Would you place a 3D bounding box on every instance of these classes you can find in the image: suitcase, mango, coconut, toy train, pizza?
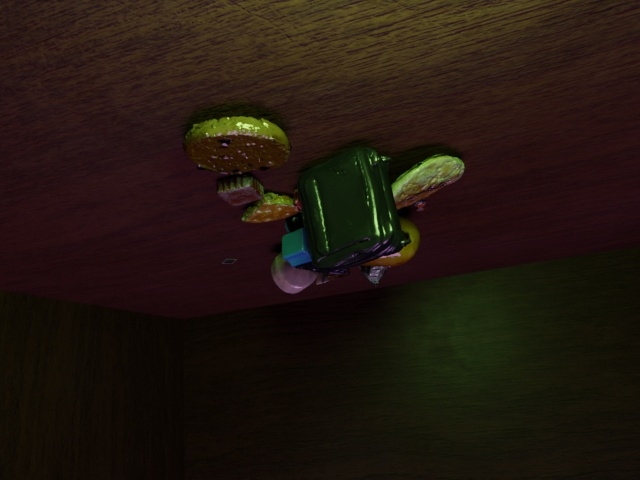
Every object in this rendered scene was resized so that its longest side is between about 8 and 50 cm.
[{"bbox_3d":[0.087,-0.093,1.352,0.339,0.346,0.188,-21,164,35],"label":"suitcase"},{"bbox_3d":[0.238,0.010,1.930,0.445,0.233,0.300,-7,169,33],"label":"mango"},{"bbox_3d":[-0.129,0.144,2.191,0.244,0.245,0.247,2,159,-26],"label":"coconut"},{"bbox_3d":[0.000,0.000,1.736,0.300,0.265,0.188,11,158,-39],"label":"toy train"},{"bbox_3d":[-0.185,-0.132,1.601,0.291,0.058,0.197,-13,160,14],"label":"pizza"}]

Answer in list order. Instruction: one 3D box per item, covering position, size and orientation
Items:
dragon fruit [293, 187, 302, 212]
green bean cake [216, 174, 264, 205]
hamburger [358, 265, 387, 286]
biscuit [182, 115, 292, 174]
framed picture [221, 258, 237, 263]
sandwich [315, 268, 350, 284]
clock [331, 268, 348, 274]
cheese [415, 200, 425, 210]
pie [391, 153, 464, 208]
[{"bbox_3d":[-0.054,-0.142,1.524,0.086,0.116,0.081,-12,159,-11],"label":"dragon fruit"},{"bbox_3d":[-0.275,-0.174,1.436,0.135,0.057,0.136,-9,162,13],"label":"green bean cake"},{"bbox_3d":[0.289,0.085,2.235,0.150,0.261,0.276,27,115,-19],"label":"hamburger"},{"bbox_3d":[-0.228,-0.262,1.149,0.295,0.075,0.296,-4,167,-1],"label":"biscuit"},{"bbox_3d":[-0.513,0.117,2.336,0.066,0.007,0.089,4,160,-31],"label":"framed picture"},{"bbox_3d":[0.046,0.128,2.276,0.108,0.186,0.220,-19,177,38],"label":"sandwich"},{"bbox_3d":[0.037,0.076,2.120,0.253,0.187,0.083,9,152,-41],"label":"clock"},{"bbox_3d":[0.439,-0.151,1.831,0.047,0.017,0.111,-7,163,11],"label":"cheese"},{"bbox_3d":[0.346,-0.192,1.473,0.338,0.077,0.339,-24,165,-7],"label":"pie"}]
